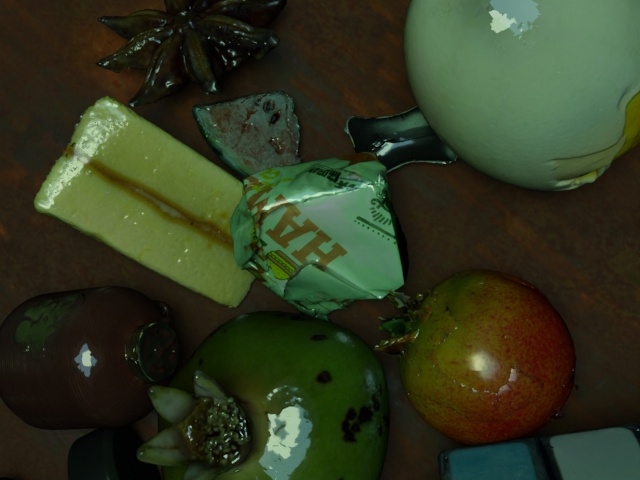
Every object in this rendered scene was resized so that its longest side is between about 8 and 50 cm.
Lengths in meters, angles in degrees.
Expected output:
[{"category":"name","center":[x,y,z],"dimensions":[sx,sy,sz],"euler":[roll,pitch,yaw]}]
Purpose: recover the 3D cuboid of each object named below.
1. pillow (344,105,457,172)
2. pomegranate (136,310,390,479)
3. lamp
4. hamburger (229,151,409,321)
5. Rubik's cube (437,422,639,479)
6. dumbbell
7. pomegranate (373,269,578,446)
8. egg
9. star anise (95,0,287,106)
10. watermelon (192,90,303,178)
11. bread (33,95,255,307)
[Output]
[{"category":"pillow","center":[0.105,-0.132,0.994],"dimensions":[0.136,0.055,0.091],"euler":[-14,53,-1]},{"category":"pomegranate","center":[-0.048,0.208,0.842],"dimensions":[0.291,0.323,0.290],"euler":[1,70,-3]},{"category":"lamp","center":[-0.287,0.139,0.922],"dimensions":[0.258,0.180,0.180],"euler":[-8,85,30]},{"category":"hamburger","center":[0.001,0.003,0.945],"dimensions":[0.214,0.125,0.235],"euler":[-10,130,11]},{"category":"Rubik's cube","center":[0.311,0.413,0.724],"dimensions":[0.363,0.359,0.362],"euler":[-12,113,8]},{"category":"dumbbell","center":[-0.317,0.336,0.929],"dimensions":[0.218,0.152,0.152],"euler":[-26,85,1]},{"category":"pomegranate","center":[0.180,0.134,0.892],"dimensions":[0.235,0.210,0.210],"euler":[19,87,0]},{"category":"egg","center":[0.237,-0.211,0.858],"dimensions":[0.283,0.345,0.283],"euler":[-16,62,32]},{"category":"star anise","center":[-0.163,-0.256,0.990],"dimensions":[0.272,0.102,0.272],"euler":[-7,55,10]},{"category":"watermelon","center":[-0.079,-0.135,1.000],"dimensions":[0.187,0.071,0.139],"euler":[39,67,-12]},{"category":"bread","center":[-0.187,-0.042,0.946],"dimensions":[0.264,0.163,0.167],"euler":[29,87,4]}]
